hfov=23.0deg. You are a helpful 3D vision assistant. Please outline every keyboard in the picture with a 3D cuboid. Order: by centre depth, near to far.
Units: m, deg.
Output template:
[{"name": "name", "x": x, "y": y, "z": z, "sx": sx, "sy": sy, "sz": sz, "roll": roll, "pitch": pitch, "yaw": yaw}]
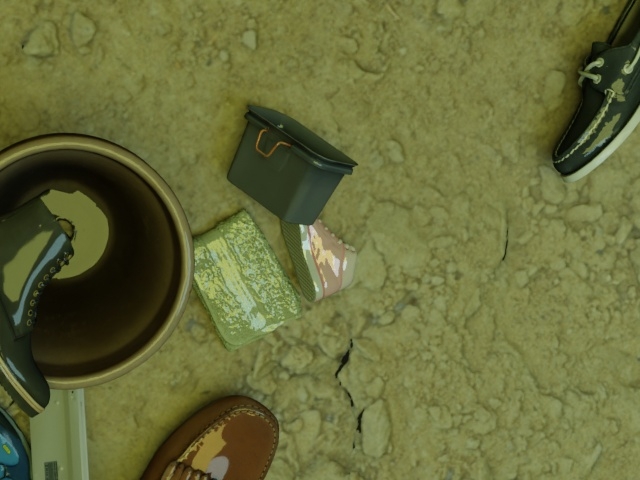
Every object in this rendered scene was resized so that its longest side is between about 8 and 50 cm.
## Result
[{"name": "keyboard", "x": -0.295, "y": 0.264, "z": 1.784, "sx": 0.072, "sy": 0.014, "sz": 0.256, "roll": -11, "pitch": 76, "yaw": 24}]

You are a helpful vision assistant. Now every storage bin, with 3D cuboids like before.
[{"name": "storage bin", "x": -0.043, "y": -0.081, "z": 1.775, "sx": 0.098, "sy": 0.135, "sz": 0.091, "roll": 8, "pitch": 113, "yaw": -55}]

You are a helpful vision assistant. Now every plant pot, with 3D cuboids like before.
[{"name": "plant pot", "x": -0.275, "y": 0.009, "z": 1.696, "sx": 0.263, "sy": 0.229, "sz": 0.263, "roll": -2, "pitch": 98, "yaw": -10}]

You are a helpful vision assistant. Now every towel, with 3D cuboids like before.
[{"name": "towel", "x": -0.094, "y": 0.047, "z": 1.840, "sx": 0.110, "sy": 0.027, "sz": 0.148, "roll": -29, "pitch": 103, "yaw": -6}]

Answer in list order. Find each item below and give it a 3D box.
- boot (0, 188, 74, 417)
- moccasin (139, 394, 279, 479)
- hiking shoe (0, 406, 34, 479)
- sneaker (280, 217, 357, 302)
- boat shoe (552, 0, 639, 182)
[{"name": "boot", "x": -0.282, "y": 0.061, "z": 1.552, "sx": 0.137, "sy": 0.077, "sz": 0.198, "roll": -30, "pitch": 105, "yaw": -10}, {"name": "moccasin", "x": -0.178, "y": 0.344, "z": 1.804, "sx": 0.139, "sy": 0.147, "sz": 0.380, "roll": 44, "pitch": 85, "yaw": -20}, {"name": "hiking shoe", "x": -0.366, "y": 0.323, "z": 1.779, "sx": 0.113, "sy": 0.132, "sz": 0.304, "roll": -14, "pitch": 101, "yaw": -8}, {"name": "sneaker", "x": 0.000, "y": 0.000, "z": 1.842, "sx": 0.070, "sy": 0.051, "sz": 0.134, "roll": -17, "pitch": 91, "yaw": -26}, {"name": "boat shoe", "x": 0.353, "y": -0.206, "z": 1.846, "sx": 0.091, "sy": 0.114, "sz": 0.302, "roll": 39, "pitch": 78, "yaw": -14}]
